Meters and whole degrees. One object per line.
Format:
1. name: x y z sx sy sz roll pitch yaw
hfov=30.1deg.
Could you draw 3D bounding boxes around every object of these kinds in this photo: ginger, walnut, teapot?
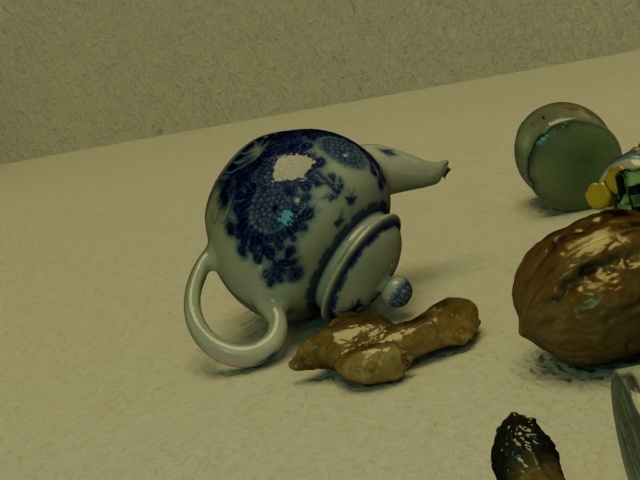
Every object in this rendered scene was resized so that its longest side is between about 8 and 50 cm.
1. ginger: 0.080 0.105 1.339 0.214 0.058 0.133 -23 23 -29
2. walnut: 0.283 0.052 1.211 0.184 0.155 0.155 -24 16 -4
3. teapot: 0.000 0.000 1.505 0.280 0.252 0.424 35 61 21

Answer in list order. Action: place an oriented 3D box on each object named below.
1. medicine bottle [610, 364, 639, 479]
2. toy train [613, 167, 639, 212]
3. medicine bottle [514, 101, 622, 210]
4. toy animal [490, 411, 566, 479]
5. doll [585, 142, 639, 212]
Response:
1. medicine bottle: 0.354 0.129 0.865 0.258 0.143 0.143 -12 15 2
2. toy train: 0.491 -0.049 1.455 0.270 0.115 0.154 -10 18 14
3. medicine bottle: 0.369 -0.129 1.783 0.147 0.147 0.143 -12 16 4
4. toy animal: 0.185 0.212 0.857 0.069 0.086 0.220 -21 35 -19
5. doll: 0.455 -0.087 1.654 0.099 0.135 0.241 23 30 26
